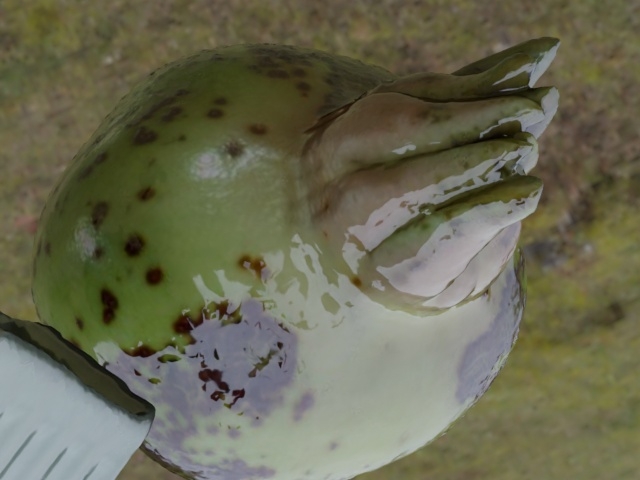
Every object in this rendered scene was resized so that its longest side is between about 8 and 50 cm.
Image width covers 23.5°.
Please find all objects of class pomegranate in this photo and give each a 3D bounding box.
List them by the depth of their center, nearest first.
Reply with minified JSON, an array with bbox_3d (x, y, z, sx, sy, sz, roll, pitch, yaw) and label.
[{"bbox_3d":[0.007,0.016,0.683,0.222,0.204,0.276,-24,-158,-38],"label":"pomegranate"}]

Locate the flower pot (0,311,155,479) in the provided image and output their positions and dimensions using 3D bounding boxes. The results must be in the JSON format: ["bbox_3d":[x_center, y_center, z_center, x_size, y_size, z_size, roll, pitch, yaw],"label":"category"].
[{"bbox_3d":[-0.204,0.065,0.518,0.190,0.239,0.209,-55,-175,-8],"label":"flower pot"}]
